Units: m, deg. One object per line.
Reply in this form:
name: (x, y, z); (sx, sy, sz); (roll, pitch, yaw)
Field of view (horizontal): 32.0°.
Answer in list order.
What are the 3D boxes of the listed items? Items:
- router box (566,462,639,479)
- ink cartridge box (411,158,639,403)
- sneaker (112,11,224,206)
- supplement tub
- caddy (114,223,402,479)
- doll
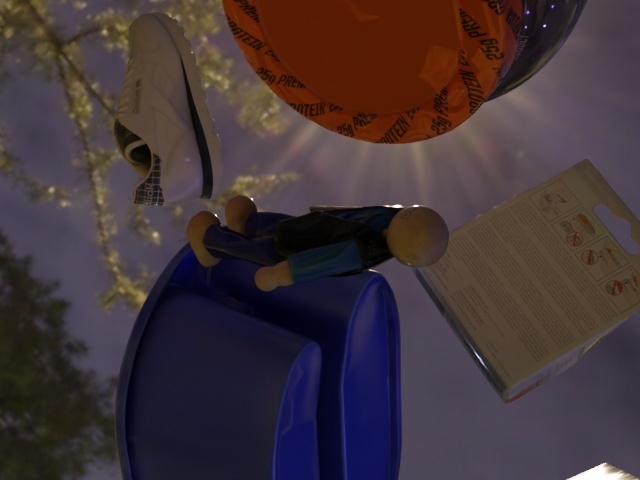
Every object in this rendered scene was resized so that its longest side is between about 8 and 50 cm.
router box: (0.343, 0.372, 1.178); (0.309, 0.081, 0.243); (49, 16, -82)
ink cartridge box: (0.188, 0.031, 0.935); (0.145, 0.179, 0.045); (57, -13, 26)
sneaker: (-0.170, -0.139, 1.138); (0.090, 0.095, 0.235); (104, -30, -55)
supplement tub: (0.048, -0.124, 0.386); (0.117, 0.190, 0.117); (17, -45, 18)
caddy: (-0.057, 0.156, 0.918); (0.179, 0.241, 0.341); (12, -60, 26)
doll: (0.000, 0.000, 0.715); (0.189, 0.129, 0.046); (2, -69, 40)
